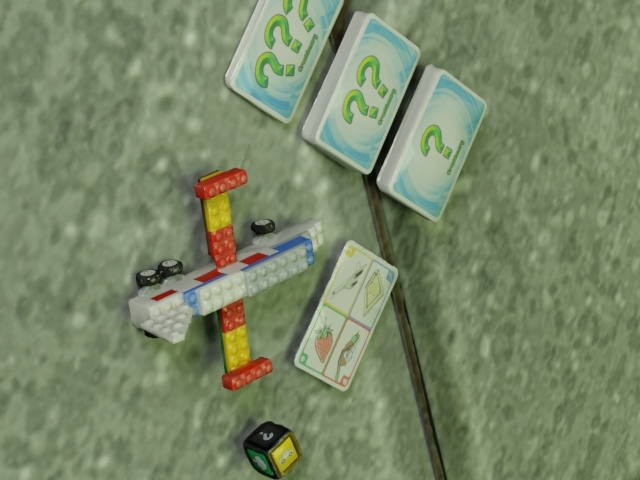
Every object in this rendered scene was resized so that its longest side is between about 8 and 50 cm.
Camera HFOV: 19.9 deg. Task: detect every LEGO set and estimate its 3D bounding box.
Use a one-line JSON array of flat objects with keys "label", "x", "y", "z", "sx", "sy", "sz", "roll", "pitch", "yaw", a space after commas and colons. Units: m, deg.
[{"label": "LEGO set", "x": 0.000, "y": 0.000, "z": 0.950, "sx": 0.182, "sy": 0.060, "sz": 0.244, "roll": 32, "pitch": 79, "yaw": -44}]
